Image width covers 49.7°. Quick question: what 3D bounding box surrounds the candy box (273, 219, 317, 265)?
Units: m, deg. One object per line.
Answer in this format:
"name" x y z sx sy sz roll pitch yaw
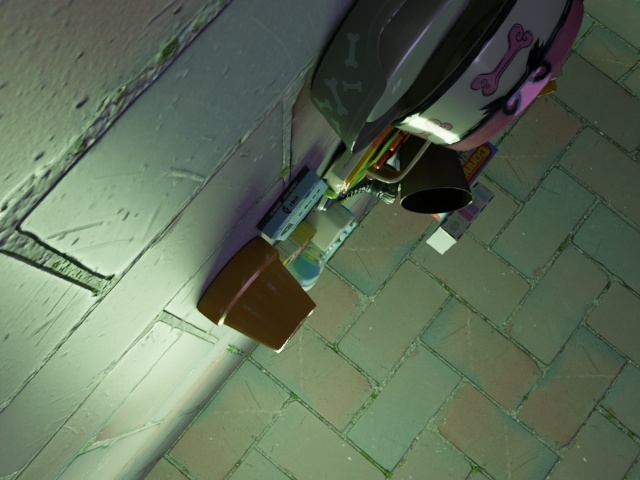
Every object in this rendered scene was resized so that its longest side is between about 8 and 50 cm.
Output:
"candy box" -0.090 0.031 1.822 0.109 0.053 0.187 -53 173 37

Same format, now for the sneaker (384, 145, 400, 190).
"sneaker" 0.211 -0.209 1.983 0.235 0.153 0.094 130 -29 -64

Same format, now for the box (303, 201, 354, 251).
"box" 0.016 -0.047 1.897 0.102 0.101 0.087 -54 174 35

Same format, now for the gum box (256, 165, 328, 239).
"gum box" -0.054 -0.072 1.429 0.157 0.041 0.184 -51 174 2

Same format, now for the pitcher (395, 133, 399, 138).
"pitcher" 0.253 -0.332 1.942 0.178 0.125 0.207 -33 180 -21

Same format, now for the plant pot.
"plant pot" -0.120 0.128 1.448 0.205 0.188 0.205 -50 175 -6

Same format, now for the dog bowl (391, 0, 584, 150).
"dog bowl" 0.293 -0.340 1.240 0.408 0.150 0.408 -51 -165 20

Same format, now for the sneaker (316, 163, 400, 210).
"sneaker" 0.112 -0.129 1.827 0.226 0.163 0.086 -48 176 -13

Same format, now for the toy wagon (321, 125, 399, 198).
"toy wagon" 0.124 -0.237 1.670 0.267 0.068 0.344 -53 175 26

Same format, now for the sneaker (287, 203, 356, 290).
"sneaker" 0.000 0.000 2.013 0.208 0.127 0.319 -52 -175 34

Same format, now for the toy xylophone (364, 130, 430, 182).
"toy xylophone" 0.233 -0.262 1.601 0.322 0.081 0.236 -53 176 15

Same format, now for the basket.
"basket" 0.284 -0.203 1.807 0.205 0.226 0.154 4 155 -27

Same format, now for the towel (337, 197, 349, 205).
"towel" 0.071 -0.125 2.270 0.110 0.027 0.148 -49 176 -15

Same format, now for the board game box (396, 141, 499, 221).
"board game box" 0.352 -0.266 2.166 0.308 0.302 0.086 -49 175 -27

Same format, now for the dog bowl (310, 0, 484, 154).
"dog bowl" 0.118 -0.292 0.999 0.348 0.102 0.349 -50 175 -6

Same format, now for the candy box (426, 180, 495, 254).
"candy box" 0.423 -0.067 2.098 0.196 0.070 0.165 -49 174 -14

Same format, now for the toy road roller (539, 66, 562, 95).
"toy road roller" 0.547 -0.533 2.117 0.330 0.202 0.240 -13 -163 7
